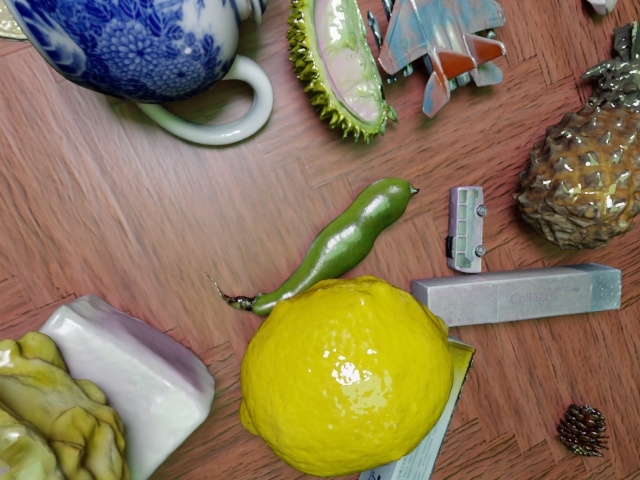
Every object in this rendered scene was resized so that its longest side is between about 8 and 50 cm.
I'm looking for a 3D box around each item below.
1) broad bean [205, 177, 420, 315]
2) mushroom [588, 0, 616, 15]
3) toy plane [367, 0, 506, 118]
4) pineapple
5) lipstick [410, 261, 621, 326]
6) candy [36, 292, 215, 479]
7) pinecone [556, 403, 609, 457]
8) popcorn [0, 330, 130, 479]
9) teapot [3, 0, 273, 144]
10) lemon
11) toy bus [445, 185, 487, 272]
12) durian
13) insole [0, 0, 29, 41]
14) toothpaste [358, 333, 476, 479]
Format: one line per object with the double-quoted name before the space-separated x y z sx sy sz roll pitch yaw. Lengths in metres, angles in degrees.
"broad bean" 0.005 0.010 0.642 0.318 0.056 0.098 -29 102 -5
"mushroom" 0.453 -0.436 0.684 0.084 0.071 0.209 26 94 -45
"toy plane" 0.128 -0.334 0.603 0.223 0.104 0.326 -29 93 -19
"pineapple" 0.419 -0.156 0.671 0.175 0.175 0.361 42 72 -13
"lipstick" 0.298 0.081 0.704 0.318 0.068 0.066 -4 98 -12
"candy" -0.321 0.248 0.554 0.208 0.145 0.358 43 86 -12
"pinecone" 0.431 0.310 0.755 0.077 0.077 0.083 15 88 -13
"popcorn" -0.287 0.209 0.363 0.293 0.237 0.292 -2 97 -14
"teapot" -0.154 -0.275 0.464 0.280 0.252 0.423 -21 136 -3
"lemon" 0.030 0.166 0.578 0.289 0.233 0.233 -22 100 1
"toy bus" 0.217 -0.017 0.693 0.052 0.037 0.130 0 95 -10
"durian" 0.012 -0.219 0.593 0.137 0.096 0.220 -40 108 -31
"insole" -0.285 -0.303 0.568 0.248 0.011 0.081 -22 100 -9
"toothpaste" 0.132 0.285 0.683 0.071 0.089 0.312 18 92 -20
